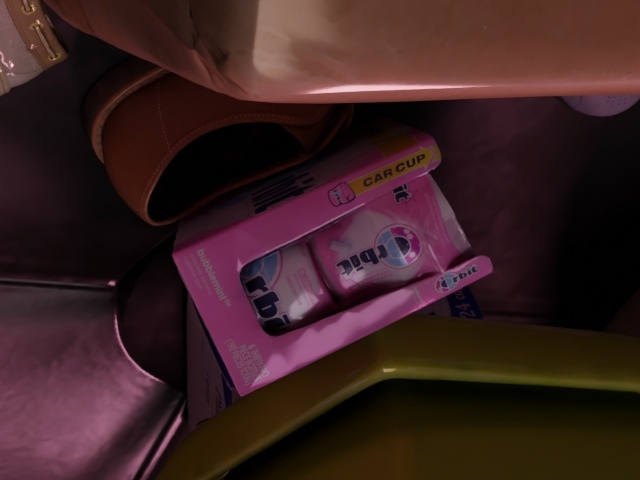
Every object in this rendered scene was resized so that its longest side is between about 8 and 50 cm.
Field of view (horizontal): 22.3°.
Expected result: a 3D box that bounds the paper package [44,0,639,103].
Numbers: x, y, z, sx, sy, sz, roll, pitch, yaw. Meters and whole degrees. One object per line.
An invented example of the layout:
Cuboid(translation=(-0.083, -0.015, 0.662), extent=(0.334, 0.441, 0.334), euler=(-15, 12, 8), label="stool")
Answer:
Cuboid(translation=(0.095, -0.197, 0.441), extent=(0.325, 0.168, 0.309), euler=(-6, 112, -25), label="paper package")

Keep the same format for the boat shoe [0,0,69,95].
Cuboid(translation=(-0.120, -0.108, 0.596), extent=(0.045, 0.050, 0.135), euler=(-21, 152, -13), label="boat shoe")

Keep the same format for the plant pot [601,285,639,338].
Cuboid(translation=(0.302, 0.065, 0.890), extent=(0.284, 0.284, 0.191), euler=(34, 81, -48), label="plant pot")

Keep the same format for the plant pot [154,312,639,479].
Cuboid(translation=(0.060, 0.158, 0.719), extent=(0.227, 0.207, 0.228), euler=(6, 151, -35), label="plant pot")

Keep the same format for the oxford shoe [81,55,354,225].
Cuboid(translation=(0.003, -0.075, 0.680), extent=(0.212, 0.076, 0.076), euler=(-35, 139, 7), label="oxford shoe")

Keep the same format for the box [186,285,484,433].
Cuboid(translation=(0.004, 0.071, 0.847), extent=(0.137, 0.072, 0.126), euler=(-14, 141, -16), label="box")

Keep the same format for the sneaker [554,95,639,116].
Cuboid(translation=(0.132, -0.116, 0.687), extent=(0.083, 0.098, 0.224), euler=(-20, 141, -8), label="sneaker")

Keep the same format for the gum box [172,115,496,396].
Cuboid(translation=(0.000, 0.000, 0.681), extent=(0.107, 0.188, 0.062), euler=(-26, 97, 0), label="gum box")
